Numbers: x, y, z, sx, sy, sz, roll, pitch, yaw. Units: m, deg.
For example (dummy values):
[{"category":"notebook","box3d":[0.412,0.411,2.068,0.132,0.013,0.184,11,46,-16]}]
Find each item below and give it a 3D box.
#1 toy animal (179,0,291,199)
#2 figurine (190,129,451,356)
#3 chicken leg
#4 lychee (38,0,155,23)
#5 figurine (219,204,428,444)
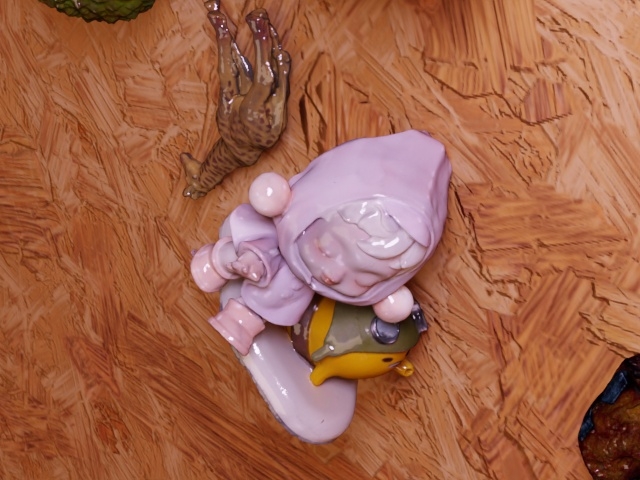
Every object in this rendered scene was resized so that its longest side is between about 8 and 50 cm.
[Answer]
[{"category":"toy animal","box3d":[-0.085,-0.122,1.862,0.149,0.054,0.275,44,144,31]},{"category":"figurine","box3d":[0.001,-0.001,1.693,0.276,0.133,0.200,-29,123,31]},{"category":"chicken leg","box3d":[0.266,0.183,1.602,0.106,0.051,0.253,31,139,31]},{"category":"lychee","box3d":[-0.220,-0.283,1.822,0.171,0.171,0.171,33,138,37]},{"category":"figurine","box3d":[0.007,0.051,1.801,0.141,0.166,0.250,-36,72,37]}]
